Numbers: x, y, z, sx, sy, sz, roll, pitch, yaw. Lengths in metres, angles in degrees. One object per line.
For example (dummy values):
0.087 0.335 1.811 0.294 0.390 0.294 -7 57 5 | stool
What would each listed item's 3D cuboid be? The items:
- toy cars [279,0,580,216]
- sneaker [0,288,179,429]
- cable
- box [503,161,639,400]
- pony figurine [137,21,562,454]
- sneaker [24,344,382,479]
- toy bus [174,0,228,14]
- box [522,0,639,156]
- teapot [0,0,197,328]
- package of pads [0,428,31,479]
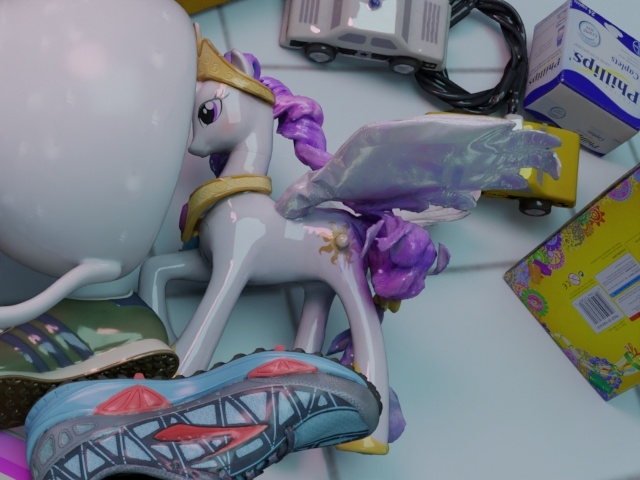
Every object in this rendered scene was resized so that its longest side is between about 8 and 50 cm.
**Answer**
0.124 -0.168 1.173 0.176 0.087 0.394 -41 85 -13 | toy cars
-0.210 0.084 0.834 0.192 0.064 0.086 -10 49 -21 | sneaker
0.173 -0.222 1.282 0.150 0.047 0.184 22 62 -7 | cable
0.393 -0.022 1.122 0.279 0.290 0.177 -35 82 -33 | box
0.000 0.000 0.974 0.351 0.303 0.364 9 76 -10 | pony figurine
-0.079 0.162 0.795 0.261 0.104 0.125 -9 47 -4 | sneaker
-0.131 -0.308 1.132 0.332 0.130 0.108 -27 78 -33 | toy bus
0.313 -0.192 1.296 0.126 0.072 0.137 27 56 -20 | box
-0.214 -0.089 0.832 0.187 0.256 0.253 12 103 -23 | teapot
-0.206 0.257 0.766 0.296 0.101 0.229 28 26 -8 | package of pads
